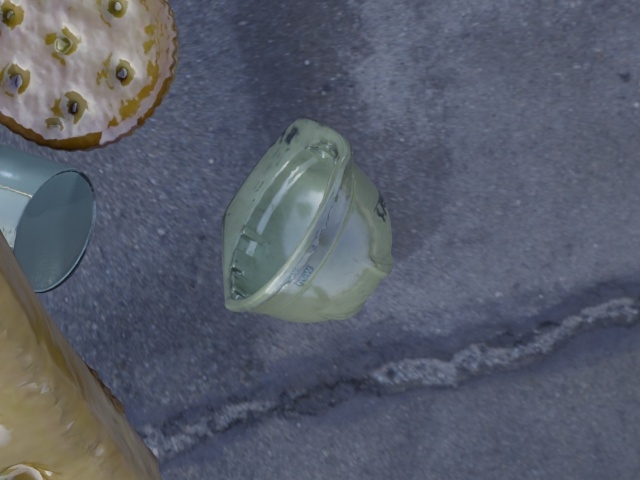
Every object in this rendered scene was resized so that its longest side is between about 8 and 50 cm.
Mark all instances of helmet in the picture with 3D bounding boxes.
[{"bbox_3d":[0.002,0.000,1.003,0.137,0.257,0.204,32,111,-23],"label":"helmet"}]

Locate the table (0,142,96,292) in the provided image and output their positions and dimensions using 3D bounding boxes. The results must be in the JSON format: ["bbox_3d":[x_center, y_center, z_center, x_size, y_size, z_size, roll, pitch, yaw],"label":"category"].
[{"bbox_3d":[-0.346,-0.041,0.952,0.220,0.126,0.126,18,93,19],"label":"table"}]

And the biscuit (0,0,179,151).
[{"bbox_3d":[-0.246,-0.194,0.961,0.221,0.066,0.220,1,105,4],"label":"biscuit"}]

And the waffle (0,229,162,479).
[{"bbox_3d":[-0.222,0.107,0.378,0.304,0.077,0.348,-27,144,-12],"label":"waffle"}]
